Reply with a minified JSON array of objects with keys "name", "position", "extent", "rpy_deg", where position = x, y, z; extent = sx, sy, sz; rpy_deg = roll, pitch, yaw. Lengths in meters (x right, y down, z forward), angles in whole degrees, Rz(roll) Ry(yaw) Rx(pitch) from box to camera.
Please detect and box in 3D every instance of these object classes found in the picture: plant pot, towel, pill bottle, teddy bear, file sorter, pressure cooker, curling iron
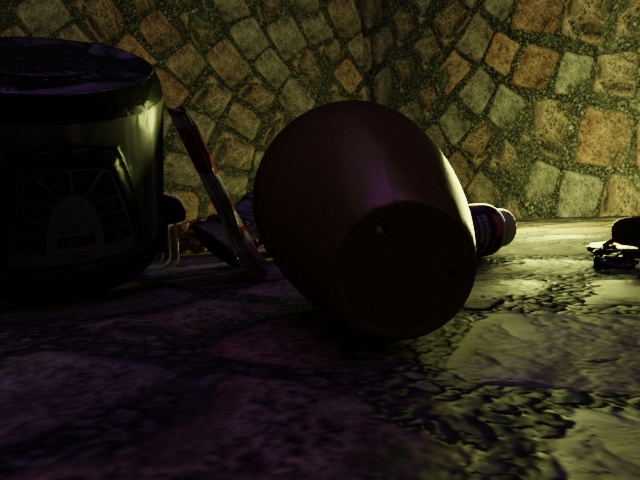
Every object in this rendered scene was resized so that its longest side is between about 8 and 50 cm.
[{"name":"plant pot","position":[0.049,-0.011,0.541],"extent":[0.237,0.237,0.254],"rpy_deg":[-4,18,-4]},{"name":"towel","position":[-0.184,-0.086,1.031],"extent":[0.037,0.329,0.237],"rpy_deg":[-26,6,-5]},{"name":"pill bottle","position":[0.296,-0.018,1.073],"extent":[0.194,0.108,0.108],"rpy_deg":[-7,4,-36]},{"name":"teddy bear","position":[-0.457,0.006,1.752],"extent":[0.245,0.113,0.338],"rpy_deg":[-10,9,19]},{"name":"file sorter","position":[-0.477,-0.015,1.337],"extent":[0.193,0.173,0.278],"rpy_deg":[-7,4,-30]},{"name":"pressure cooker","position":[-0.444,-0.097,0.916],"extent":[0.370,0.420,0.375],"rpy_deg":[16,30,10]},{"name":"curling iron","position":[0.475,0.016,0.907],"extent":[0.068,0.035,0.274],"rpy_deg":[-2,4,19]}]

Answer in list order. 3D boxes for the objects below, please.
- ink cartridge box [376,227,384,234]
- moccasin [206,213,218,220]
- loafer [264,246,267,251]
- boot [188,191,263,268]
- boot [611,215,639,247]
[{"name":"ink cartridge box","position":[0.142,-0.049,1.239],"extent":[0.233,0.171,0.168],"rpy_deg":[0,5,40]},{"name":"moccasin","position":[-0.242,-0.015,1.550],"extent":[0.139,0.146,0.380],"rpy_deg":[11,-10,-35]},{"name":"loafer","position":[-0.127,0.010,1.508],"extent":[0.061,0.062,0.170],"rpy_deg":[-10,3,-14]},{"name":"boot","position":[-0.148,0.002,1.269],"extent":[0.263,0.091,0.229],"rpy_deg":[31,35,7]},{"name":"boot","position":[0.652,-0.017,0.954],"extent":[0.165,0.077,0.213],"rpy_deg":[-3,0,-12]}]
